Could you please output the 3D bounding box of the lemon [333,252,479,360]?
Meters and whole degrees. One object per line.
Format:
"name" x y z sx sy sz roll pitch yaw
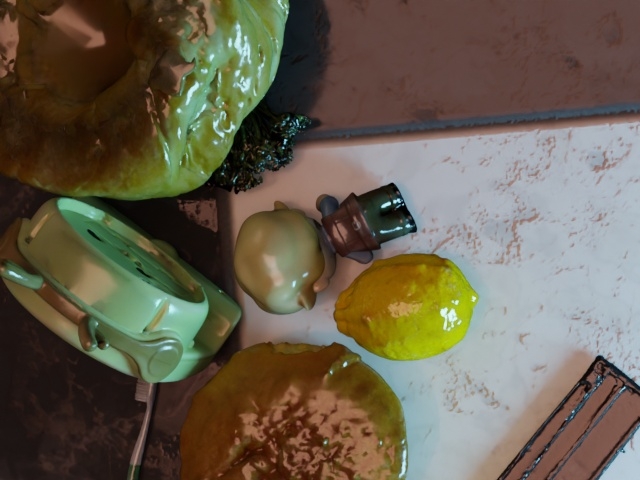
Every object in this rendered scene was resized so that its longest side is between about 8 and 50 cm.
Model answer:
"lemon" 0.088 0.070 1.723 0.155 0.114 0.114 -11 89 9

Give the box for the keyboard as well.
"keyboard" 0.248 0.242 1.745 0.087 0.017 0.250 39 98 9

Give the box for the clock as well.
"clock" -0.218 0.048 1.688 0.235 0.308 0.096 38 99 8

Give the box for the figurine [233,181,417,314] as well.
"figurine" 0.000 0.000 1.759 0.196 0.108 0.114 -27 96 -7

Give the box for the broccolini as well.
"broccolini" -0.146 -0.146 1.806 0.271 0.062 0.123 33 92 16

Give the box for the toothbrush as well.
"toothbrush" -0.208 0.267 1.838 0.024 0.018 0.257 9 93 14

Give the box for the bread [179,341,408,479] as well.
"bread" -0.027 0.229 1.739 0.268 0.146 0.268 -1 87 13

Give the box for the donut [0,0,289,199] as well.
"donut" -0.210 -0.207 1.720 0.360 0.170 0.360 -1 87 25
